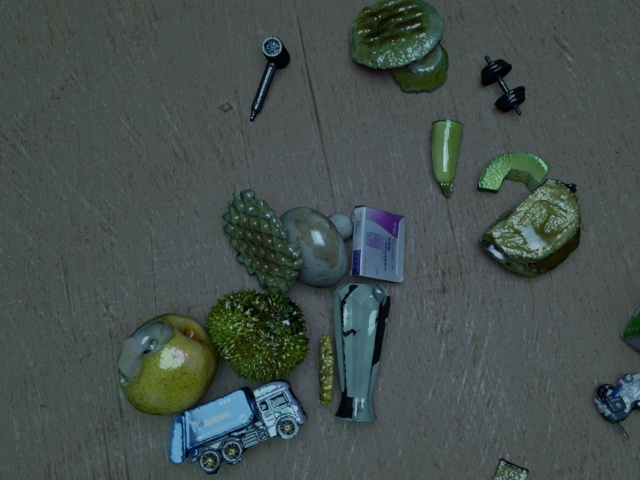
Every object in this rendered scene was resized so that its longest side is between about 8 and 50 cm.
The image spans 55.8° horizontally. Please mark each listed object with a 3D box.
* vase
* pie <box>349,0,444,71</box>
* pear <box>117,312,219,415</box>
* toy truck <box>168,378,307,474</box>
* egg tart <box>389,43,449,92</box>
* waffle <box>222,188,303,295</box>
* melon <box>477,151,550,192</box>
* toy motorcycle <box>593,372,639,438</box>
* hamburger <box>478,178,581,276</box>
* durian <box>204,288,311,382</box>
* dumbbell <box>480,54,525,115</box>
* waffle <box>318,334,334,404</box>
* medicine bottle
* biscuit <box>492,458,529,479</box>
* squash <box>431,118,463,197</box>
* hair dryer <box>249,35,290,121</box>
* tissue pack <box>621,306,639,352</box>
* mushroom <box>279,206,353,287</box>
[{"bbox_3d":[0.106,0.300,1.646,0.165,0.165,0.360,3,83,3],"label":"vase"},{"bbox_3d":[0.217,-0.630,1.823,0.306,0.071,0.306,-11,57,18],"label":"pie"},{"bbox_3d":[-0.404,0.333,1.610,0.271,0.271,0.271,-1,78,3],"label":"pear"},{"bbox_3d":[-0.224,0.495,1.619,0.367,0.146,0.175,-21,82,-4],"label":"toy truck"},{"bbox_3d":[0.303,-0.552,1.847,0.197,0.078,0.197,-1,74,4],"label":"egg tart"},{"bbox_3d":[-0.163,0.008,1.652,0.056,0.309,0.292,-32,74,-30],"label":"waffle"},{"bbox_3d":[0.562,-0.194,1.771,0.210,0.064,0.118,3,78,1],"label":"melon"},{"bbox_3d":[0.854,0.433,1.614,0.221,0.102,0.150,-15,57,-3],"label":"toy motorcycle"},{"bbox_3d":[0.613,-0.024,1.695,0.309,0.132,0.211,-39,80,-5],"label":"hamburger"},{"bbox_3d":[-0.161,0.253,1.615,0.291,0.291,0.224,14,123,5],"label":"durian"},{"bbox_3d":[0.545,-0.463,1.806,0.099,0.099,0.208,-26,80,-3],"label":"dumbbell"},{"bbox_3d":[0.015,0.346,1.630,0.038,0.191,0.191,1,78,-2],"label":"waffle"},{"bbox_3d":[0.164,0.013,1.710,0.171,0.052,0.201,13,75,-36],"label":"medicine bottle"},{"bbox_3d":[0.508,0.638,1.623,0.083,0.018,0.081,21,80,7],"label":"biscuit"},{"bbox_3d":[0.373,-0.238,1.783,0.094,0.094,0.224,1,85,3],"label":"squash"},{"bbox_3d":[-0.167,-0.485,1.840,0.070,0.128,0.255,20,91,6],"label":"hair dryer"},{"bbox_3d":[1.012,0.246,1.485,0.332,0.405,0.205,36,79,9],"label":"tissue pack"},{"bbox_3d":[0.000,0.000,1.688,0.244,0.243,0.243,-1,78,3],"label":"mushroom"}]
